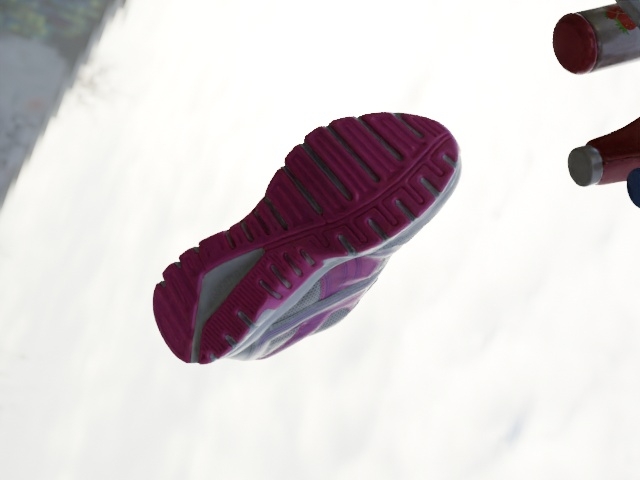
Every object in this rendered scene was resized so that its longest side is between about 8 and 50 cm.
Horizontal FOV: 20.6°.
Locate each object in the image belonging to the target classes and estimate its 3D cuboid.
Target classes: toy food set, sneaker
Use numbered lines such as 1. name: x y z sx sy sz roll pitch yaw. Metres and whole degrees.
1. toy food set: 0.189 -0.091 1.018 0.232 0.105 0.111 56 -32 31
2. sneaker: 0.000 0.000 1.273 0.252 0.111 0.103 -35 -112 14
